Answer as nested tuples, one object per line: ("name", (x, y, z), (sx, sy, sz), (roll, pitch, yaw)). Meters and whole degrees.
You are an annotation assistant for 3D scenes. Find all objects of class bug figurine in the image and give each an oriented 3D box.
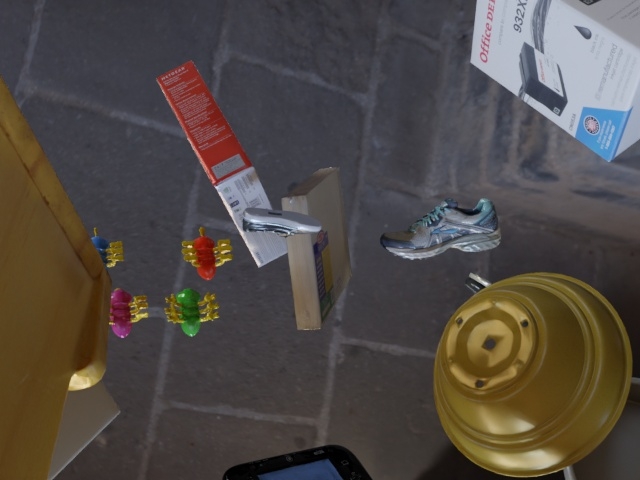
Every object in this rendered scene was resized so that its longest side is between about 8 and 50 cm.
("bug figurine", (-0.294, 0.070, 1.399), (0.278, 0.072, 0.216), (0, 57, -15))

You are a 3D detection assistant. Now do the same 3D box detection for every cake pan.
("cake pan", (0.515, 0.366, 1.268), (0.293, 0.054, 0.293), (7, 59, -11))

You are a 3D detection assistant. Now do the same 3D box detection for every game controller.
("game controller", (-0.029, 0.463, 1.461), (0.319, 0.067, 0.166), (1, 45, -42))

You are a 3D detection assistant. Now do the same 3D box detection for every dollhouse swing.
("dollhouse swing", (-0.330, 0.032, 0.534), (0.315, 0.347, 0.305), (9, 54, 15))

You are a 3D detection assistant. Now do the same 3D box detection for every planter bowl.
("planter bowl", (0.186, 0.116, 0.789), (0.090, 0.217, 0.217), (35, 70, -44))

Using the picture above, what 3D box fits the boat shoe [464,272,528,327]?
("boat shoe", (0.314, 0.147, 1.286), (0.079, 0.084, 0.233), (-45, 78, 6))

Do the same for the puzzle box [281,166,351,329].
("puzzle box", (0.000, 0.000, 1.715), (0.052, 0.409, 0.272), (-4, 101, 12))

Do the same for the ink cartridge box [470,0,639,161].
("ink cartridge box", (0.387, -0.306, 1.219), (0.129, 0.223, 0.307), (-35, 60, -18))

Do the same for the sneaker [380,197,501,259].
("sneaker", (0.273, -0.038, 1.832), (0.282, 0.110, 0.122), (-9, 111, -5))

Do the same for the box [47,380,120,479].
("box", (-0.429, 0.296, 1.143), (0.275, 0.094, 0.113), (-44, 111, -47))

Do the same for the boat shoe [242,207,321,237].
("boat shoe", (-0.070, -0.028, 1.410), (0.142, 0.049, 0.040), (9, 115, -7))

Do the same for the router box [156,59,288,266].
("router box", (-0.190, -0.147, 1.616), (0.082, 0.335, 0.301), (-28, 60, -4))
